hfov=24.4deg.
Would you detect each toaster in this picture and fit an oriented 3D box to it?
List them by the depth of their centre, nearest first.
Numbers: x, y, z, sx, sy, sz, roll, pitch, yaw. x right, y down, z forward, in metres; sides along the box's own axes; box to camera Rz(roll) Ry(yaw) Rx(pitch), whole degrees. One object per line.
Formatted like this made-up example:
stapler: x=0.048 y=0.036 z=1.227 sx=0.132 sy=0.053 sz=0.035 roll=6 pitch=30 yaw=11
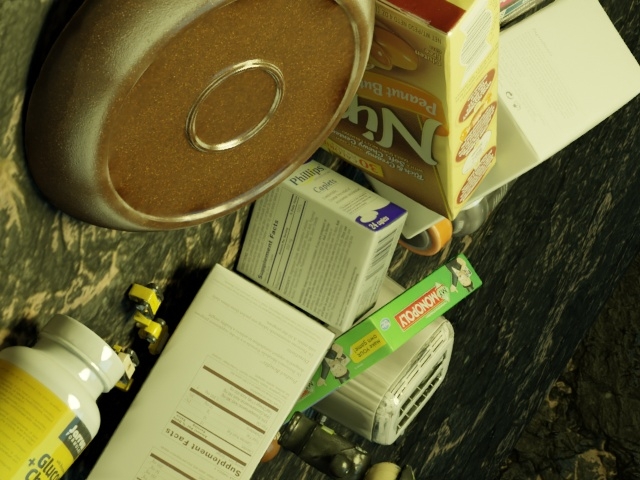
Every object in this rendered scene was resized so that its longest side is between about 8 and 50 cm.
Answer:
toaster: x=0.066 y=0.155 z=1.866 sx=0.227 sy=0.146 sz=0.129 roll=-46 pitch=156 yaw=-34

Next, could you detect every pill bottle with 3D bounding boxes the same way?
pill bottle: x=-0.240 y=0.150 z=1.166 sx=0.184 sy=0.103 sz=0.103 roll=-51 pitch=159 yaw=-22
pill bottle: x=0.173 y=-0.093 z=1.795 sx=0.246 sy=0.130 sz=0.130 roll=-50 pitch=158 yaw=-28

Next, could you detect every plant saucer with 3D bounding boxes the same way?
plant saucer: x=-0.075 y=-0.113 z=1.127 sx=0.310 sy=0.050 sz=0.310 roll=-28 pitch=148 yaw=-19

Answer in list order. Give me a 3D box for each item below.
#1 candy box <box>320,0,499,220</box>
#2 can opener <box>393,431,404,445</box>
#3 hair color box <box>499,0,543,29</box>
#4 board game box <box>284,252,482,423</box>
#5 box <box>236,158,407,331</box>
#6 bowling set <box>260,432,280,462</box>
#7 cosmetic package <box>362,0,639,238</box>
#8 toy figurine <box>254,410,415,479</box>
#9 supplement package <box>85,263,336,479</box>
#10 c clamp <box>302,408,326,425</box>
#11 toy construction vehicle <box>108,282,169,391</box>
candy box: x=0.065 y=-0.162 z=1.351 sx=0.087 sy=0.183 sz=0.316 roll=-52 pitch=159 yaw=-20
can opener: x=0.106 y=0.288 z=2.287 sx=0.073 sy=0.059 sz=0.186 roll=-55 pitch=160 yaw=-14
hair color box: x=0.183 y=-0.351 z=1.394 sx=0.174 sy=0.105 sz=0.347 roll=-35 pitch=157 yaw=-30
board game box: x=0.012 y=0.138 z=1.643 sx=0.317 sy=0.046 sz=0.213 roll=-37 pitch=177 yaw=36
box: x=0.000 y=0.000 z=1.491 sx=0.072 sy=0.137 sz=0.126 roll=-35 pitch=149 yaw=-52
bowling set: x=-0.078 y=0.318 z=1.730 sx=0.200 sy=0.154 sz=0.287 roll=-57 pitch=161 yaw=-8
cosmetic package: x=0.188 y=-0.137 z=1.591 sx=0.224 sy=0.138 sz=0.224 roll=-35 pitch=-178 yaw=-40
toy figurine: x=-0.019 y=0.297 z=1.424 sx=0.209 sy=0.148 sz=0.213 roll=-61 pitch=177 yaw=41
supplement package: x=-0.102 y=0.161 z=1.433 sx=0.244 sy=0.134 sz=0.139 roll=-59 pitch=177 yaw=-3
c clamp: x=0.010 y=0.213 z=1.997 sx=0.161 sy=0.022 sz=0.137 roll=-64 pitch=161 yaw=9
toy construction vehicle: x=-0.173 y=0.089 z=1.360 sx=0.098 sy=0.035 sz=0.086 roll=81 pitch=32 yaw=-65
